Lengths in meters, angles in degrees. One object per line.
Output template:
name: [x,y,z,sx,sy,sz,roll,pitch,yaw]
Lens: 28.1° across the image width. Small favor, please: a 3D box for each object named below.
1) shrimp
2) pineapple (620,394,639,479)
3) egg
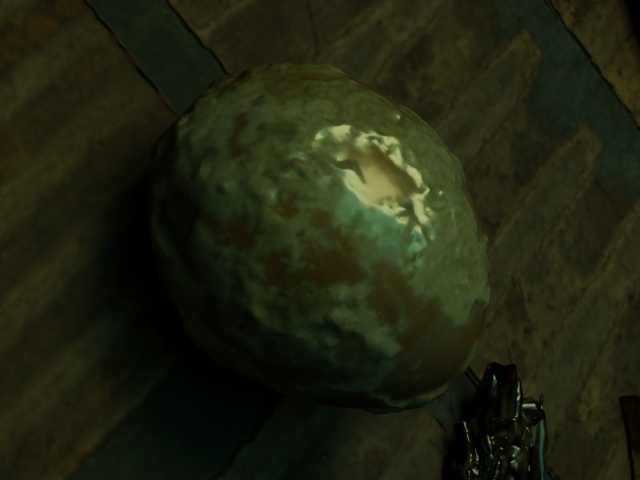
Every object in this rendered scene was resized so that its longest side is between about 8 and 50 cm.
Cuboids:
shrimp: [0.066,0.199,0.840,0.222,0.054,0.290,27,64,-27]
pineapple: [0.270,0.164,1.012,0.077,0.114,0.114,13,82,6]
egg: [0.000,0.000,0.773,0.233,0.195,0.195,46,52,0]
